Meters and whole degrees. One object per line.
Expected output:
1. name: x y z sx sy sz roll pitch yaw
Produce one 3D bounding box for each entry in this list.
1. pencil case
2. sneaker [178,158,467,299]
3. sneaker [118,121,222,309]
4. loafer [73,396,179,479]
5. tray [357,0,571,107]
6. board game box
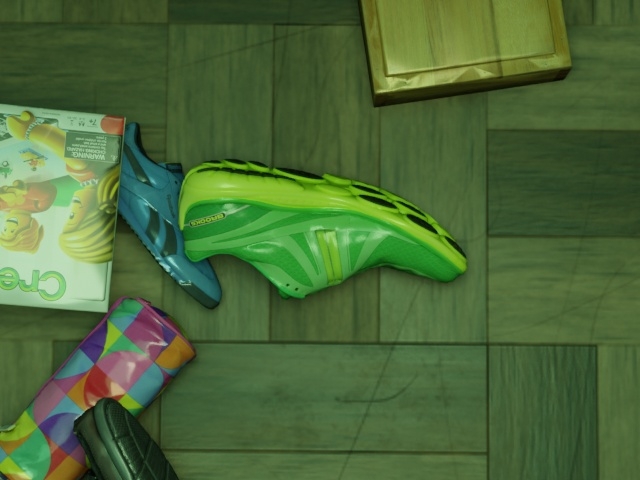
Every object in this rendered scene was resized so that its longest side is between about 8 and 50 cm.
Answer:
1. pencil case: -0.231 0.159 1.594 0.104 0.104 0.236 44 84 5
2. sneaker: 0.000 0.000 1.607 0.295 0.109 0.123 12 107 -9
3. sneaker: -0.154 -0.028 1.628 0.082 0.069 0.209 -38 84 -3
4. loafer: -0.163 0.295 1.546 0.095 0.109 0.302 -28 105 12
5. tray: 0.125 -0.358 1.662 0.203 0.076 0.411 -8 82 0
6. board game box: -0.348 -0.038 1.550 0.305 0.053 0.193 5 88 -10
